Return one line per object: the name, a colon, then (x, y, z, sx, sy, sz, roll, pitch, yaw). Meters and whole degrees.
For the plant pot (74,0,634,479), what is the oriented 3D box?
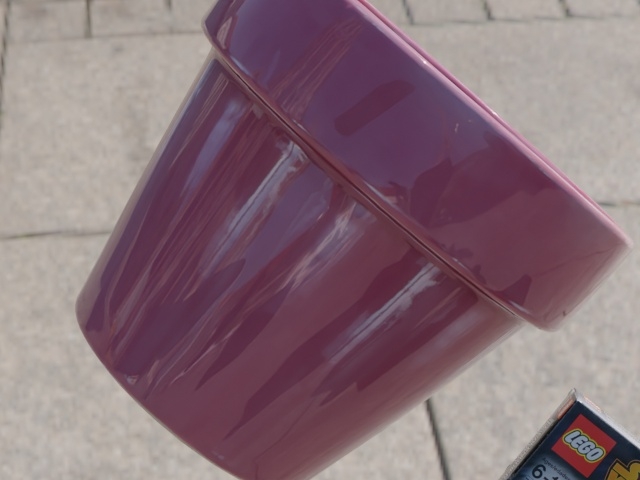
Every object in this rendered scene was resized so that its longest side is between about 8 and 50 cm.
plant pot: (0.000, 0.000, 0.656, 0.180, 0.201, 0.201, -48, 43, 8)

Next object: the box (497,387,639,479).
box: (0.122, 0.136, 0.589, 0.137, 0.094, 0.027, 38, 7, 2)
